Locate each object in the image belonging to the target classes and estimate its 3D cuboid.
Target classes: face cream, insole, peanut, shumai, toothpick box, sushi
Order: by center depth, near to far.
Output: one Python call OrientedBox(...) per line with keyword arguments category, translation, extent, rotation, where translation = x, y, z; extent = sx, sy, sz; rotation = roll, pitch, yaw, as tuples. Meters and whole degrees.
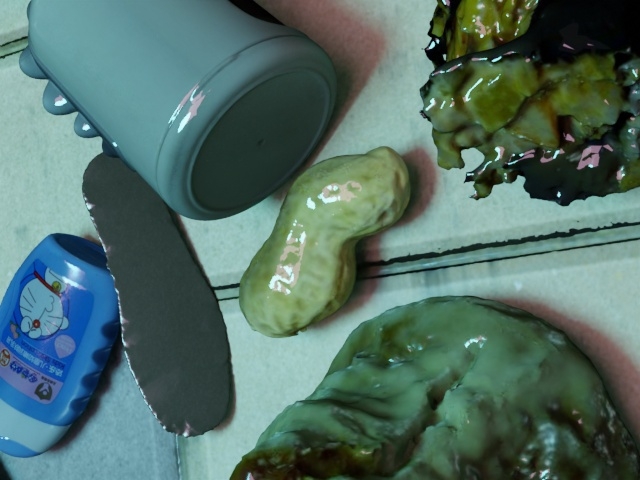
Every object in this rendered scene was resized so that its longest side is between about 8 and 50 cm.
OrientedBox(category="shumai", translation=(0.064, 0.247, 0.947), extent=(0.324, 0.323, 0.398), rotation=(6, 93, 33))
OrientedBox(category="sushi", translation=(0.182, -0.158, 0.966), extent=(0.200, 0.204, 0.213), rotation=(0, 129, 7))
OrientedBox(category="peanut", translation=(0.000, 0.000, 1.119), extent=(0.103, 0.098, 0.229), rotation=(27, 109, -14))
OrientedBox(category="toothpick box", translation=(-0.165, -0.182, 1.150), extent=(0.316, 0.229, 0.229), rotation=(44, 111, 25))
OrientedBox(category="insole", translation=(-0.176, 0.052, 1.240), extent=(0.111, 0.007, 0.328), rotation=(-20, 80, -6))
OrientedBox(category="face cream", translation=(-0.312, 0.127, 1.313), extent=(0.149, 0.083, 0.264), rotation=(30, 105, 22))
